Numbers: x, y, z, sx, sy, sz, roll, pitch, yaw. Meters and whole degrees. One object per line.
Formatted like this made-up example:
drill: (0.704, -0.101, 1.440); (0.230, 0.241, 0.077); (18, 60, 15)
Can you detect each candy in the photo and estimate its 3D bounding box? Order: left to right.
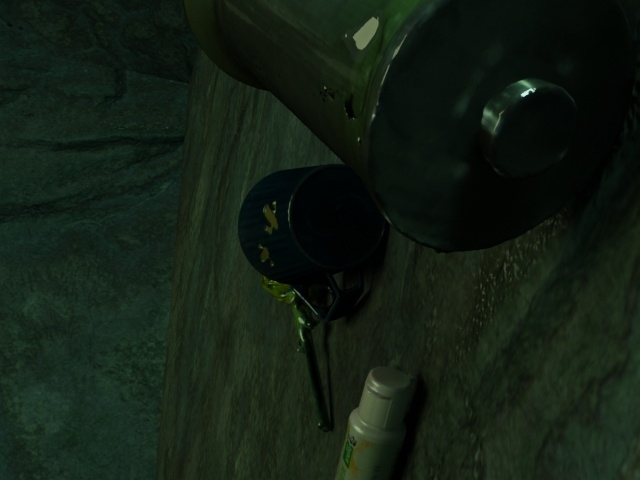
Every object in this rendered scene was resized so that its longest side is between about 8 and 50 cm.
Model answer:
candy: (-0.017, 0.107, 1.204); (0.077, 0.073, 0.262); (-39, 42, 27)

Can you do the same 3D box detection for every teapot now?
teapot: (0.055, -0.163, 0.690); (0.337, 0.200, 0.271); (49, 136, 51)

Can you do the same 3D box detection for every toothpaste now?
toothpaste: (0.026, 0.257, 0.937); (0.056, 0.058, 0.315); (27, 117, 30)

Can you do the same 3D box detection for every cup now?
cup: (0.000, 0.000, 1.109); (0.177, 0.131, 0.155); (70, 161, -2)
